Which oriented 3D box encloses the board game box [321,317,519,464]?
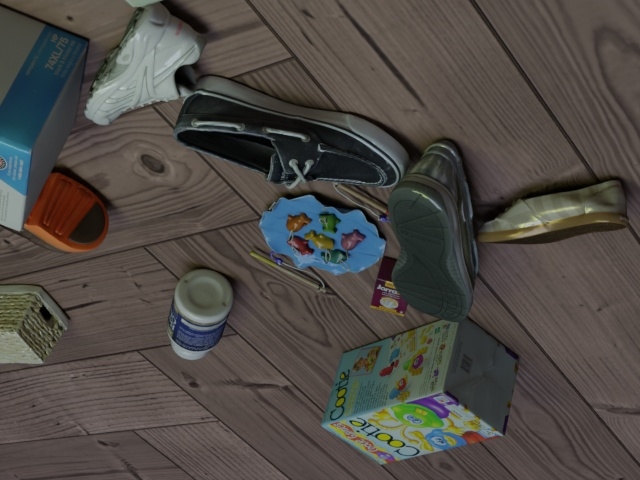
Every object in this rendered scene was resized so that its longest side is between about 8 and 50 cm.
[{"bbox_3d":[0.155,0.240,1.913,0.142,0.144,0.275,37,142,-26],"label":"board game box"}]

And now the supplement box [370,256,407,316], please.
[{"bbox_3d":[0.108,0.068,1.783,0.055,0.043,0.083,15,145,6],"label":"supplement box"}]

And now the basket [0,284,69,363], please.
[{"bbox_3d":[-0.554,0.152,2.155,0.167,0.103,0.113,-1,140,28],"label":"basket"}]

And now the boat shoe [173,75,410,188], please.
[{"bbox_3d":[-0.039,-0.114,1.544,0.301,0.102,0.108,20,146,-2],"label":"boat shoe"}]

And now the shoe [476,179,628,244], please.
[{"bbox_3d":[0.295,-0.032,1.555,0.219,0.058,0.076,-10,168,41],"label":"shoe"}]

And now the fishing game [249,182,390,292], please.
[{"bbox_3d":[0.000,0.000,1.744,0.189,0.041,0.264,30,144,-20],"label":"fishing game"}]

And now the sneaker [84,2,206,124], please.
[{"bbox_3d":[-0.218,-0.200,1.526,0.115,0.090,0.232,27,146,-18],"label":"sneaker"}]

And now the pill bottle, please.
[{"bbox_3d":[-0.198,0.126,1.961,0.094,0.094,0.169,20,145,-2],"label":"pill bottle"}]

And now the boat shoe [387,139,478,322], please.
[{"bbox_3d":[0.159,0.001,1.622,0.118,0.103,0.320,18,150,24],"label":"boat shoe"}]

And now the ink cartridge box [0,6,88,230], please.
[{"bbox_3d":[-0.470,-0.182,1.566,0.270,0.197,0.198,22,146,-5],"label":"ink cartridge box"}]

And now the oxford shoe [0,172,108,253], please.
[{"bbox_3d":[-0.489,-0.087,1.777,0.363,0.130,0.132,41,148,-27],"label":"oxford shoe"}]

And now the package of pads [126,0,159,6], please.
[{"bbox_3d":[-0.192,-0.373,1.226,0.229,0.101,0.296,-8,148,34],"label":"package of pads"}]
